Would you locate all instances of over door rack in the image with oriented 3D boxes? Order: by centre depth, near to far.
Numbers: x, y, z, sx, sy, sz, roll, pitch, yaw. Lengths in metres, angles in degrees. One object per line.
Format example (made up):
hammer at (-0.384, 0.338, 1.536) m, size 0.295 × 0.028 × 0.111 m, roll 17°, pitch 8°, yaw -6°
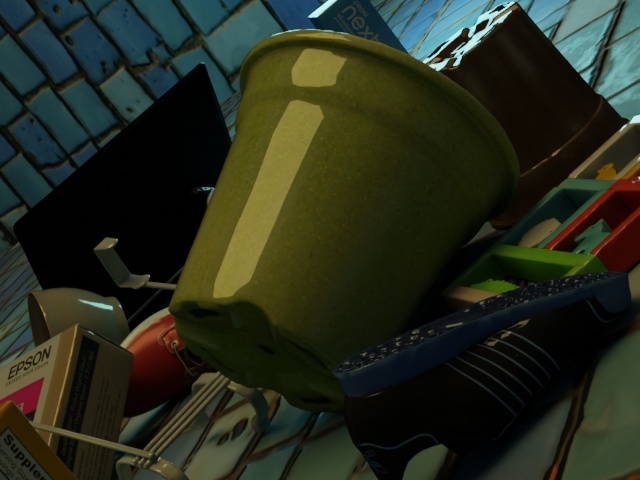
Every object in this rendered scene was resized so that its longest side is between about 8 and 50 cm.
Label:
over door rack at (-0.167, 0.133, 1.445) m, size 0.324 × 0.108 × 0.239 m, roll 15°, pitch 49°, yaw 39°

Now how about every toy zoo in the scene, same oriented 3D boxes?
toy zoo at (0.244, -0.034, 1.206) m, size 0.293 × 0.030 × 0.192 m, roll -41°, pitch 13°, yaw -10°

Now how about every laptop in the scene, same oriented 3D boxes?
laptop at (-0.309, -0.012, 2.170) m, size 0.382 × 0.236 × 0.408 m, roll -45°, pitch 13°, yaw -29°

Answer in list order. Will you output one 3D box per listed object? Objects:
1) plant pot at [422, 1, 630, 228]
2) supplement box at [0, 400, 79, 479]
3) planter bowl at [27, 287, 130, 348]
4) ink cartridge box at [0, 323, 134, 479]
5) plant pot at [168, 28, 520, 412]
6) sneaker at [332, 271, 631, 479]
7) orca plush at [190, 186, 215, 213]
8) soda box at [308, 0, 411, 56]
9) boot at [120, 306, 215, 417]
plant pot at (0.182, -0.125, 1.394) m, size 0.167 × 0.165 × 0.167 m, roll -36°, pitch 14°, yaw 10°
supplement box at (-0.335, 0.329, 1.171) m, size 0.195 × 0.194 × 0.356 m, roll -27°, pitch 16°, yaw 41°
planter bowl at (-0.310, 0.132, 1.927) m, size 0.109 × 0.162 × 0.162 m, roll -15°, pitch 4°, yaw -20°
ink cartridge box at (-0.318, 0.223, 1.587) m, size 0.234 × 0.088 × 0.193 m, roll -30°, pitch 41°, yaw 35°
plant pot at (0.000, 0.000, 1.287) m, size 0.276 × 0.276 × 0.254 m, roll -18°, pitch 39°, yaw 57°
sneaker at (0.122, 0.092, 1.025) m, size 0.232 × 0.090 × 0.081 m, roll -20°, pitch 6°, yaw -17°
orca plush at (-0.098, -0.018, 2.046) m, size 0.151 × 0.102 × 0.287 m, roll 5°, pitch 1°, yaw -23°
soda box at (0.078, -0.238, 1.967) m, size 0.071 × 0.210 × 0.067 m, roll -40°, pitch 13°, yaw -3°
boot at (-0.130, 0.117, 1.603) m, size 0.244 × 0.088 × 0.176 m, roll -37°, pitch 14°, yaw -8°
